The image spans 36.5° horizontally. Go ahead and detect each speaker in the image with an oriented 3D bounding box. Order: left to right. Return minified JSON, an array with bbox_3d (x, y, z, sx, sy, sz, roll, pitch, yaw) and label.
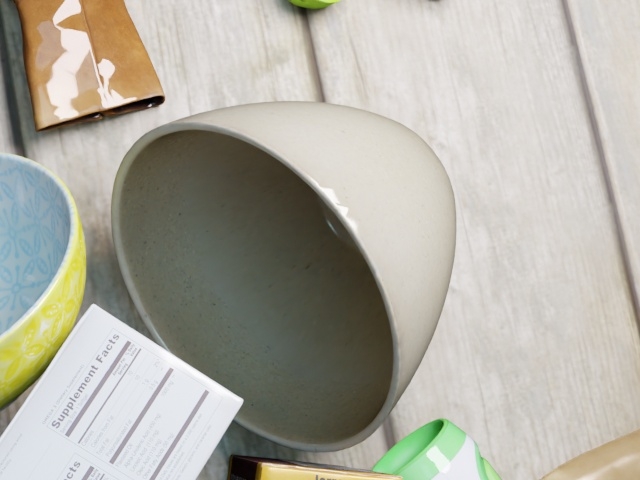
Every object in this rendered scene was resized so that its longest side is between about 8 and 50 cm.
[{"bbox_3d":[0.177,0.330,0.985,0.131,0.131,0.296,-38,90,-17],"label":"speaker"}]

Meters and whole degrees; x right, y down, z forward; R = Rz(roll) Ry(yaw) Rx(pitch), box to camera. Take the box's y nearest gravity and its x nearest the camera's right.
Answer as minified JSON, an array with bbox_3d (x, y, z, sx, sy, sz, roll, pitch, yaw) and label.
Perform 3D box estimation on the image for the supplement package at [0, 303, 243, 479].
[{"bbox_3d":[-0.199,0.192,0.849,0.145,0.262,0.204,33,73,-6],"label":"supplement package"}]

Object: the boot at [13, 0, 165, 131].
[{"bbox_3d":[-0.317,-0.244,0.994,0.264,0.096,0.280,-13,87,-35],"label":"boot"}]

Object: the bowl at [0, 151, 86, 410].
[{"bbox_3d":[-0.331,0.070,0.851,0.289,0.156,0.289,-6,45,6],"label":"bowl"}]

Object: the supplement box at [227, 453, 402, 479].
[{"bbox_3d":[-0.020,0.306,0.907,0.129,0.194,0.191,9,78,-12],"label":"supplement box"}]

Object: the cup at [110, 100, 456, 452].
[{"bbox_3d":[0.000,0.000,0.935,0.237,0.331,0.331,-36,89,-42],"label":"cup"}]

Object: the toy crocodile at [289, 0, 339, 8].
[{"bbox_3d":[-0.023,-0.430,1.089,0.105,0.115,0.340,-1,82,-19],"label":"toy crocodile"}]

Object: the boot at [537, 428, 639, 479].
[{"bbox_3d":[0.403,0.306,1.072,0.269,0.089,0.236,-26,76,-17],"label":"boot"}]
